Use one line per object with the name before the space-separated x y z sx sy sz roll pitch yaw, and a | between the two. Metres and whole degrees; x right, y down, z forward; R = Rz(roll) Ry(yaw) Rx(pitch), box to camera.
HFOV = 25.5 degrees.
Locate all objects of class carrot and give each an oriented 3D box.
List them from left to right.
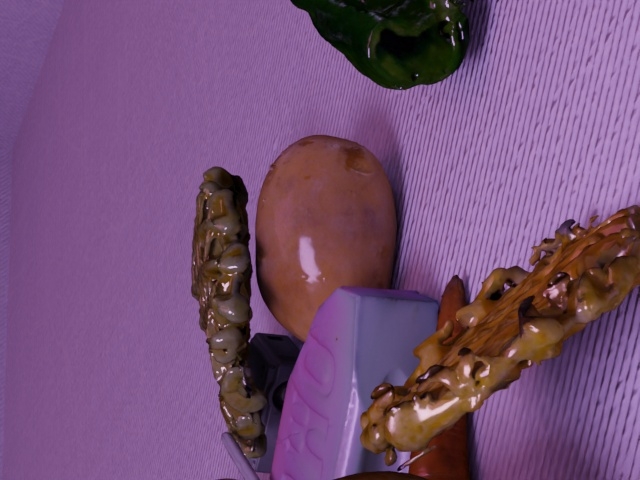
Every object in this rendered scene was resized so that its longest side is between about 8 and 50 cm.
carrot | 0.115 0.155 1.349 0.061 0.061 0.257 140 137 -60

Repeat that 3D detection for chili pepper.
chili pepper | 0.045 -0.301 1.514 0.385 0.167 0.213 -116 25 -56

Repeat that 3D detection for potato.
potato | 0.000 0.000 1.561 0.150 0.146 0.234 -9 76 58

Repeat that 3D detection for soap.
soap | 0.033 0.205 1.465 0.193 0.109 0.324 -152 72 -66

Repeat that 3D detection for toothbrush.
toothbrush | -0.050 0.297 1.442 0.386 0.040 0.040 -134 56 -61

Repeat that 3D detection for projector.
projector | -0.065 0.204 1.780 0.115 0.061 0.147 -138 59 -63

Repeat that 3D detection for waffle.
waffle | -0.110 0.084 1.655 0.297 0.073 0.317 -102 10 -49
waffle | 0.146 0.067 1.102 0.060 0.280 0.262 50 162 -1

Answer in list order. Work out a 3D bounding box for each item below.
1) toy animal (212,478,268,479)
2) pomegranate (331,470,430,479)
toy animal | -0.135 0.404 1.757 0.166 0.154 0.250 -114 34 -40
pomegranate | 0.026 0.375 1.078 0.416 0.416 0.417 -172 90 -69
